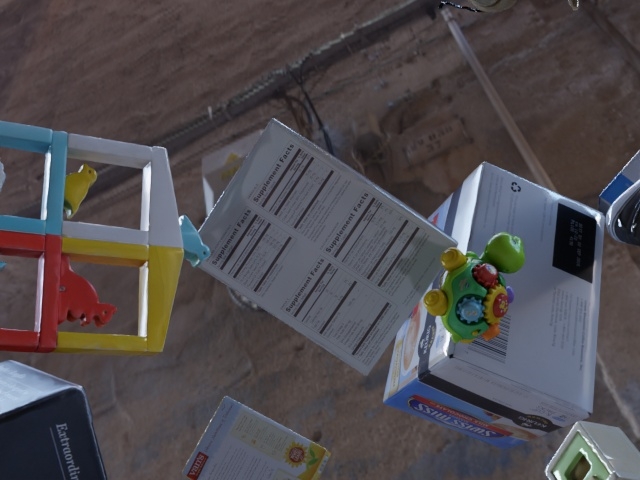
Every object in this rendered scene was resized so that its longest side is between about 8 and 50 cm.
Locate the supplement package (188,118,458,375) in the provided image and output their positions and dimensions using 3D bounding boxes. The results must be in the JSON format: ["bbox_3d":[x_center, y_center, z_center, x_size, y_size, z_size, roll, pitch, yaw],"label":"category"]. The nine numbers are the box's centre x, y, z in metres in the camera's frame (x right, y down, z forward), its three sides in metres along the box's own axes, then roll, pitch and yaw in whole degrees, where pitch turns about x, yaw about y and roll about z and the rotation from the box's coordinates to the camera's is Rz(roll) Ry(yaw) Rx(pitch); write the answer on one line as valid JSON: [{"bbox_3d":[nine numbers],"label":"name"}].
[{"bbox_3d":[0.000,0.000,1.038,0.262,0.199,0.198,33,-85,-4],"label":"supplement package"}]

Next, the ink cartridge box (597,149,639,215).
[{"bbox_3d":[0.492,-0.103,1.170,0.191,0.082,0.139,-49,-17,8],"label":"ink cartridge box"}]

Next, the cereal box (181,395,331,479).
[{"bbox_3d":[-0.124,0.428,1.560,0.240,0.173,0.047,24,-17,22],"label":"cereal box"}]

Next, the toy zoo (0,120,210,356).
[{"bbox_3d":[-0.232,-0.002,0.688,0.293,0.192,0.030,8,-19,-28],"label":"toy zoo"}]

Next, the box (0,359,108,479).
[{"bbox_3d":[-0.399,0.322,0.742,0.395,0.212,0.293,-19,-77,-37],"label":"box"}]

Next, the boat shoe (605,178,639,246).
[{"bbox_3d":[0.444,-0.080,0.974,0.228,0.076,0.080,-43,-68,4],"label":"boat shoe"}]

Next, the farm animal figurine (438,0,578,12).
[{"bbox_3d":[0.294,-0.419,1.099,0.172,0.330,0.327,6,-25,-27],"label":"farm animal figurine"}]

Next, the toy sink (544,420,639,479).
[{"bbox_3d":[0.591,0.510,1.671,0.131,0.234,0.153,14,-65,-23],"label":"toy sink"}]

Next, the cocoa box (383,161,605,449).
[{"bbox_3d":[0.269,0.105,1.253,0.231,0.347,0.228,23,-32,-11],"label":"cocoa box"}]

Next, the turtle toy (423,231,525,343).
[{"bbox_3d":[0.167,0.049,0.842,0.066,0.130,0.095,11,-22,42],"label":"turtle toy"}]
